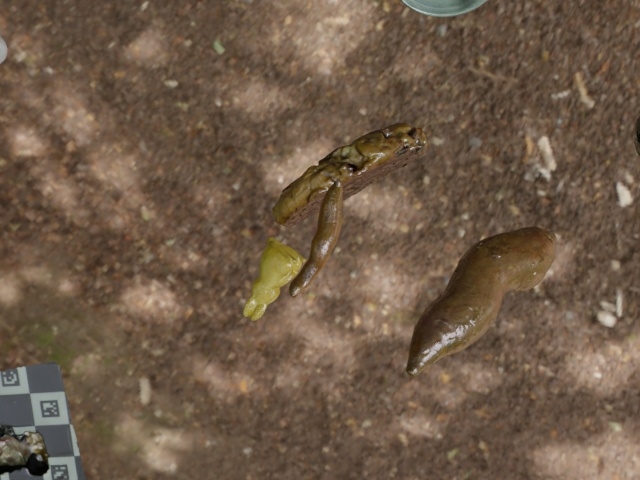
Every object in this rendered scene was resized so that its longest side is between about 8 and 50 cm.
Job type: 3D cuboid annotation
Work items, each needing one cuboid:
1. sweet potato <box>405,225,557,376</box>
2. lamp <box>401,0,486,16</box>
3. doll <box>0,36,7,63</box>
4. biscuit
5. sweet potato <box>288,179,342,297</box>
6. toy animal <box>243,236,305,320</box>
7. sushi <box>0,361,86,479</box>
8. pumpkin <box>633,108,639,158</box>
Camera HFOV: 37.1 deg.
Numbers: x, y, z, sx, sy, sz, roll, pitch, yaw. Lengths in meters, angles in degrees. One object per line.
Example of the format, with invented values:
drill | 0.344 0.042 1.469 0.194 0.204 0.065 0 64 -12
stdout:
sweet potato | 0.136 0.042 0.817 0.065 0.218 0.051 55 147 -1
lamp | 0.167 -0.437 1.318 0.147 0.227 0.172 7 147 -8
doll | -0.660 -0.295 1.272 0.376 0.365 0.187 32 145 -5
biscuit | 0.053 -0.132 1.792 0.289 0.334 0.081 -36 83 51
sweet potato | 0.002 0.000 1.345 0.044 0.179 0.044 19 179 0
toy animal | -0.103 0.080 1.836 0.083 0.070 0.159 34 104 16
sushi | -0.407 0.246 1.203 0.215 0.050 0.192 -8 104 3
pumpkin | 0.459 -0.145 1.152 0.167 0.167 0.125 -22 79 40
